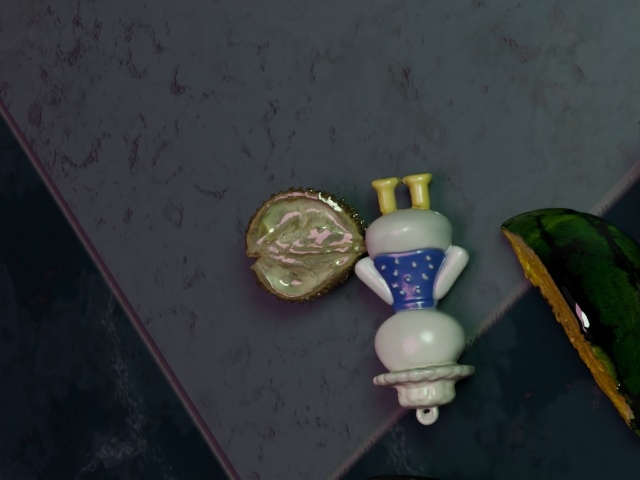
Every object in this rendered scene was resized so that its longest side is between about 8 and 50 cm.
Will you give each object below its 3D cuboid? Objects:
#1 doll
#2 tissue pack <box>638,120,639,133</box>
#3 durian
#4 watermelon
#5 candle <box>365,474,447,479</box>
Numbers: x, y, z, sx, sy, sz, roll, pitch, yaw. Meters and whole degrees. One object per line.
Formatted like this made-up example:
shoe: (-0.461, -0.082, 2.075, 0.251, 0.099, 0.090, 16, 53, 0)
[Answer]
doll: (0.112, 0.069, 1.727, 0.138, 0.119, 0.293, -8, 82, 12)
tissue pack: (0.385, -0.042, 1.486, 0.082, 0.120, 0.169, -6, 88, 36)
durian: (0.000, 0.000, 1.825, 0.188, 0.091, 0.148, 1, 103, 25)
watermelon: (0.301, 0.077, 1.599, 0.301, 0.123, 0.129, 60, 157, 18)
candle: (0.110, 0.448, 1.683, 0.221, 0.221, 0.342, 17, 104, 37)
